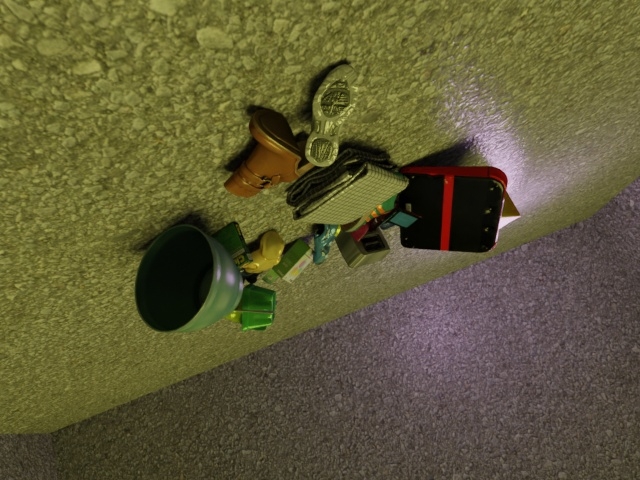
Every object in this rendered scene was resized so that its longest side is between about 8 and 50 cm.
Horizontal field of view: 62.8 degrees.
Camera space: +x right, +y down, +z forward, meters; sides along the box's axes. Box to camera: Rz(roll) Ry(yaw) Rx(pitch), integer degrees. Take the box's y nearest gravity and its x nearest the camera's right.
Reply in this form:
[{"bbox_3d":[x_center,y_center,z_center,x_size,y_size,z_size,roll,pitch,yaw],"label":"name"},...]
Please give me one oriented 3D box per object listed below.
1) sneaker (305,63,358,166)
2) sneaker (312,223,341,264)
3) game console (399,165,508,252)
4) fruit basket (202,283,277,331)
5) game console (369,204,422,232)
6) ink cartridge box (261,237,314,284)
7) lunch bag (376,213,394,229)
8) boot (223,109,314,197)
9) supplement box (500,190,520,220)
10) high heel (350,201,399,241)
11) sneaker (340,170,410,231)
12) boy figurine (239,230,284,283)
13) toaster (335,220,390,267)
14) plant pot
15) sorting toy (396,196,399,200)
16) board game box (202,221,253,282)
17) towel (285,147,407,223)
[{"bbox_3d":[0.020,-0.286,1.155,0.090,0.115,0.232,16,127,-9],"label":"sneaker"},{"bbox_3d":[0.000,0.000,1.875,0.082,0.069,0.209,7,129,-25],"label":"sneaker"},{"bbox_3d":[0.442,-0.100,1.788,0.342,0.060,0.386,5,140,14],"label":"game console"},{"bbox_3d":[-0.339,0.251,1.923,0.353,0.165,0.327,-4,180,-3],"label":"fruit basket"},{"bbox_3d":[0.251,-0.055,1.773,0.124,0.085,0.144,-38,175,-19],"label":"game console"},{"bbox_3d":[-0.113,0.097,1.945,0.209,0.062,0.109,-47,161,-2],"label":"ink cartridge box"},{"bbox_3d":[0.259,-0.089,1.972,0.098,0.067,0.065,-26,162,5],"label":"lunch bag"},{"bbox_3d":[-0.144,-0.189,1.222,0.220,0.109,0.283,-25,169,19],"label":"boot"},{"bbox_3d":[0.573,-0.123,2.044,0.357,0.195,0.194,-5,154,-41],"label":"supplement box"},{"bbox_3d":[0.210,-0.079,1.865,0.244,0.117,0.082,-16,160,-20],"label":"high heel"},{"bbox_3d":[0.178,-0.117,1.722,0.121,0.108,0.302,6,147,-32],"label":"sneaker"},{"bbox_3d":[-0.218,0.065,1.813,0.177,0.092,0.285,-8,155,-36],"label":"boy figurine"},{"bbox_3d":[0.147,0.001,1.941,0.186,0.168,0.110,-11,155,-33],"label":"toaster"},{"bbox_3d":[-0.342,0.123,1.467,0.293,0.293,0.196,-30,150,21],"label":"plant pot"},{"bbox_3d":[0.302,-0.182,1.816,0.075,0.045,0.083,-17,161,-39],"label":"sorting toy"},{"bbox_3d":[-0.334,0.064,1.606,0.260,0.136,0.030,-30,161,21],"label":"board game box"},{"bbox_3d":[0.072,-0.155,1.511,0.284,0.121,0.235,-33,157,32],"label":"towel"}]
